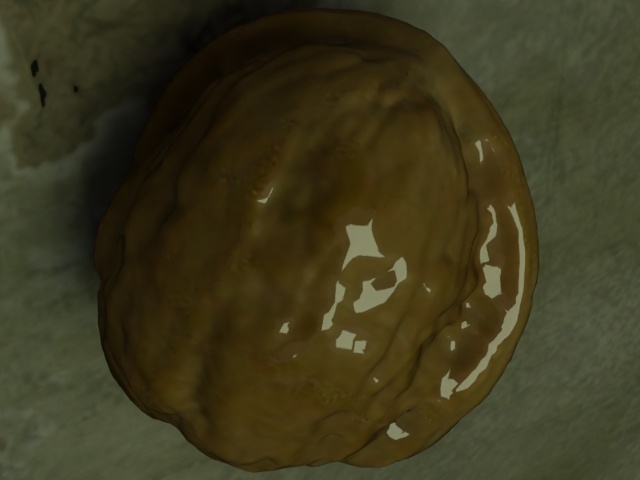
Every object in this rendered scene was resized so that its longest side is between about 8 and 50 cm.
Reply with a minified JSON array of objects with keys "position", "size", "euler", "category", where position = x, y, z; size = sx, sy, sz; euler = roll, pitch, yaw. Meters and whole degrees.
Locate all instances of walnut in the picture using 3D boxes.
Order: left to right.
[{"position":[0.000,0.000,0.816],"size":[0.257,0.257,0.224],"euler":[-65,165,21],"category":"walnut"}]
